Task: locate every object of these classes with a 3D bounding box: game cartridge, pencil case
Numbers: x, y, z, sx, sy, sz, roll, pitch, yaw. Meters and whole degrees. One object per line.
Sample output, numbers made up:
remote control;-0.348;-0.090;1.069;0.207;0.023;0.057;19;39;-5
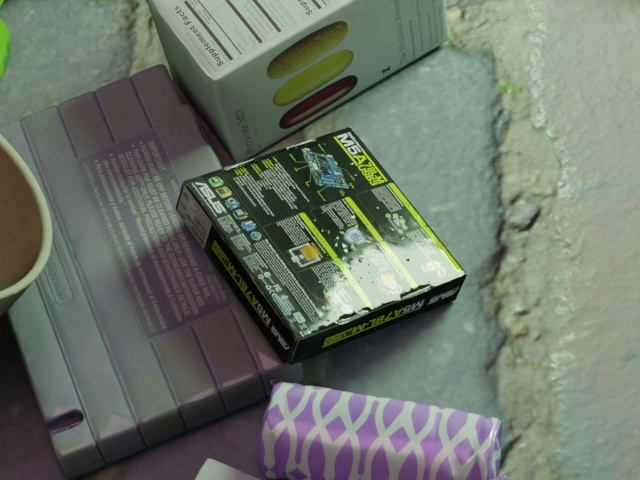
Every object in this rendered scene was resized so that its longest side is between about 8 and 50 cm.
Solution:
game cartridge;-0.175;0.017;1.484;0.230;0.068;0.355;-20;58;-9
pencil case;0.048;0.171;1.342;0.206;0.088;0.086;9;53;14

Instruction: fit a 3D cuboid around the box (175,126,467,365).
box;0.000;0.000;1.438;0.184;0.045;0.191;-19;58;-33

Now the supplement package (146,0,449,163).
supplement package;-0.019;-0.209;1.553;0.244;0.139;0.134;-32;59;-10

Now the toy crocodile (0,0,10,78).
toy crocodile;-0.351;-0.260;1.647;0.115;0.105;0.340;9;60;13

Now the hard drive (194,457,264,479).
hard drive;0.018;0.334;1.270;0.353;0.047;0.233;20;64;18

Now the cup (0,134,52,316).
cup;-0.426;0.017;1.383;0.237;0.331;0.331;-53;57;25
